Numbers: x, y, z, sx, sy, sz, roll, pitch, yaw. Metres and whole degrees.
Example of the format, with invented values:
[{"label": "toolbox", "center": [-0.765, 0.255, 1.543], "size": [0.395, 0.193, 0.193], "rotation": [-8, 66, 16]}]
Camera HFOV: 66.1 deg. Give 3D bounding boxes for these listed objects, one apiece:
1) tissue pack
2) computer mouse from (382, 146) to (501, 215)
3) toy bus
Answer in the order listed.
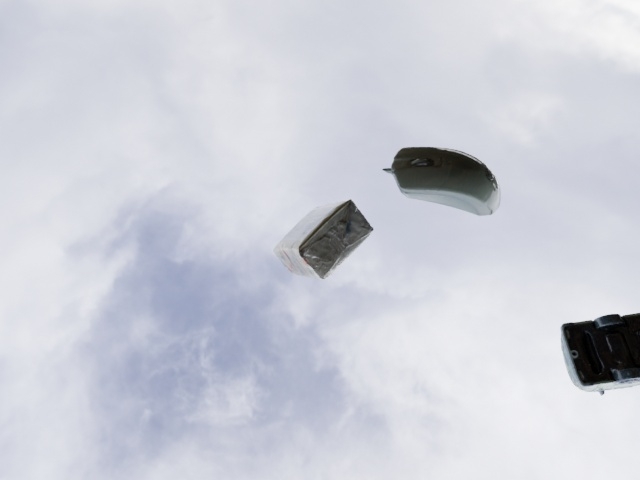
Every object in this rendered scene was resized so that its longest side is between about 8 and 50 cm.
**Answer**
[{"label": "tissue pack", "center": [0.000, 0.000, 0.977], "size": [0.148, 0.196, 0.092], "rotation": [-44, -78, -14]}, {"label": "computer mouse", "center": [0.177, -0.092, 0.689], "size": [0.181, 0.056, 0.089], "rotation": [11, -127, -8]}, {"label": "toy bus", "center": [0.619, 0.219, 0.961], "size": [0.275, 0.165, 0.134], "rotation": [-11, -119, 12]}]
